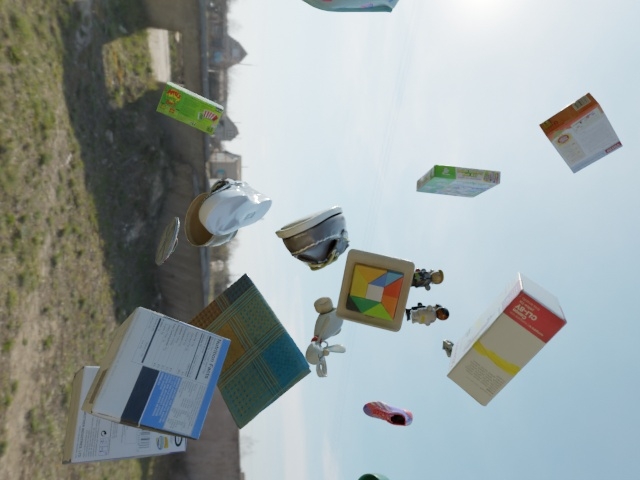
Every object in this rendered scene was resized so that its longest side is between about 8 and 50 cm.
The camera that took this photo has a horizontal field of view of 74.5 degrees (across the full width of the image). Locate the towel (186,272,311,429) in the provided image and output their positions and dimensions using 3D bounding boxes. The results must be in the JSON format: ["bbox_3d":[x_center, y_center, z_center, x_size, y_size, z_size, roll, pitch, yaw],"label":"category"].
[{"bbox_3d":[-0.224,0.318,1.255,0.370,0.271,0.040,52,4,25],"label":"towel"}]

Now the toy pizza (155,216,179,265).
[{"bbox_3d":[-0.590,0.004,1.641,0.201,0.032,0.201,-35,-137,41],"label":"toy pizza"}]

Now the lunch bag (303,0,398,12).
[{"bbox_3d":[0.070,-0.593,0.848,0.223,0.262,0.160,144,-65,-65],"label":"lunch bag"}]

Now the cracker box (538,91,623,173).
[{"bbox_3d":[0.813,-0.328,1.314,0.156,0.232,0.067,-35,-138,31],"label":"cracker box"}]

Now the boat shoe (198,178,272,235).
[{"bbox_3d":[-0.204,-0.090,0.943,0.108,0.102,0.301,-52,174,16],"label":"boat shoe"}]

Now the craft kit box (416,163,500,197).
[{"bbox_3d":[0.532,-0.229,1.656,0.246,0.250,0.061,106,-11,-81],"label":"craft kit box"}]

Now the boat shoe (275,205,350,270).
[{"bbox_3d":[0.000,0.000,0.771,0.324,0.117,0.096,-29,100,-84],"label":"boat shoe"}]

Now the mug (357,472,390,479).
[{"bbox_3d":[0.195,0.906,1.481,0.129,0.097,0.157,2,-109,41],"label":"mug"}]

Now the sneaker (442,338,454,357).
[{"bbox_3d":[0.584,0.493,1.842,0.135,0.052,0.058,46,-52,56],"label":"sneaker"}]

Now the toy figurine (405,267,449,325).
[{"bbox_3d":[0.389,0.205,1.548,0.209,0.148,0.213,66,18,-83],"label":"toy figurine"}]

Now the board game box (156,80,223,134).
[{"bbox_3d":[-0.412,-0.418,1.334,0.092,0.181,0.043,-59,-152,22],"label":"board game box"}]

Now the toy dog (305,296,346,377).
[{"bbox_3d":[0.049,0.367,1.694,0.333,0.161,0.220,-85,154,-45],"label":"toy dog"}]

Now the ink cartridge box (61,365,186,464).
[{"bbox_3d":[-0.586,0.558,1.368,0.151,0.395,0.270,-31,-125,46],"label":"ink cartridge box"}]

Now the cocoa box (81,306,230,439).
[{"bbox_3d":[-0.406,0.331,1.023,0.347,0.228,0.231,-31,-141,54],"label":"cocoa box"}]

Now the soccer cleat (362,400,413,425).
[{"bbox_3d":[0.301,0.797,1.934,0.095,0.248,0.083,6,86,-59],"label":"soccer cleat"}]

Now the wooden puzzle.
[{"bbox_3d":[0.175,0.163,1.368,0.044,0.221,0.238,-27,129,-78],"label":"wooden puzzle"}]

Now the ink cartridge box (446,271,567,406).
[{"bbox_3d":[0.610,0.322,1.413,0.384,0.160,0.279,-58,166,20],"label":"ink cartridge box"}]

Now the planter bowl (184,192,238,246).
[{"bbox_3d":[-0.318,-0.053,1.276,0.162,0.109,0.162,-9,-105,34],"label":"planter bowl"}]
